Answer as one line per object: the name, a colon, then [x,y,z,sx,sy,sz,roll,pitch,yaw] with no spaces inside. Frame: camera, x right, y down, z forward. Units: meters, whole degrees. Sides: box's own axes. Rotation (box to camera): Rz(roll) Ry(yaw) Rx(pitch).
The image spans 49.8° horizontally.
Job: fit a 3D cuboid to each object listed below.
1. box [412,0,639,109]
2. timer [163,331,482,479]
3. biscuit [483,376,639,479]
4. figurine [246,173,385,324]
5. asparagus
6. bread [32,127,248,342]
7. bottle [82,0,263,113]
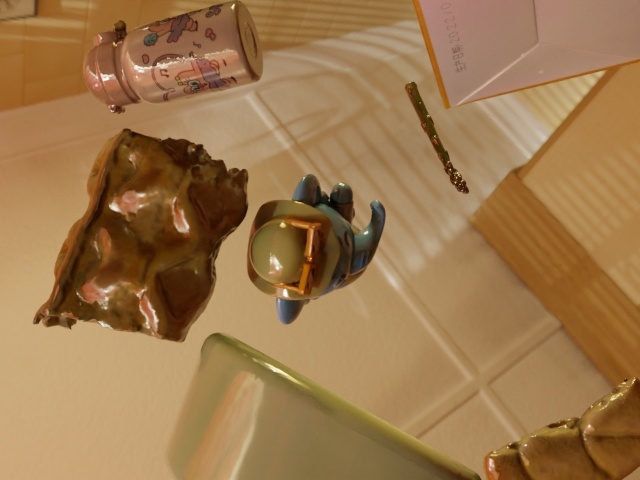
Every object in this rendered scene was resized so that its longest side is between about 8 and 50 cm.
box: [0.233,-0.344,0.806,0.259,0.283,0.214,-12,-121,16]
timer: [-0.051,0.284,0.626,0.290,0.291,0.315,30,-100,-1]
biscuit: [0.384,0.318,1.021,0.299,0.045,0.154,-23,-73,-12]
figurine: [-0.003,0.000,0.967,0.153,0.180,0.262,39,-150,11]
asparagus: [0.186,-0.168,1.120,0.025,0.024,0.249,42,-156,-55]
bread: [-0.220,0.005,0.864,0.238,0.196,0.252,10,-104,12]
bottle: [-0.182,-0.223,0.827,0.209,0.110,0.097,-10,-173,11]
